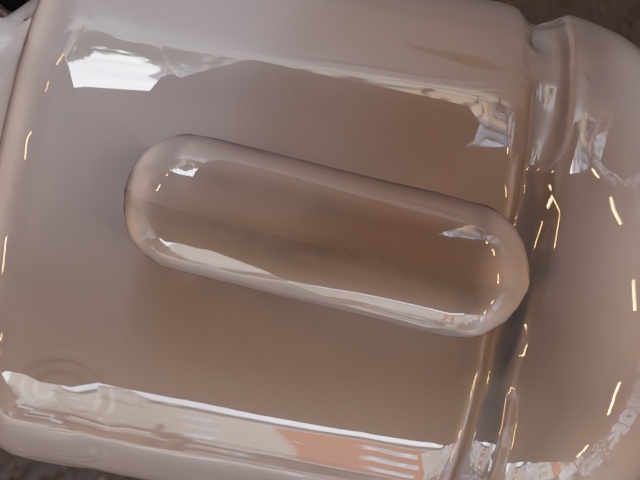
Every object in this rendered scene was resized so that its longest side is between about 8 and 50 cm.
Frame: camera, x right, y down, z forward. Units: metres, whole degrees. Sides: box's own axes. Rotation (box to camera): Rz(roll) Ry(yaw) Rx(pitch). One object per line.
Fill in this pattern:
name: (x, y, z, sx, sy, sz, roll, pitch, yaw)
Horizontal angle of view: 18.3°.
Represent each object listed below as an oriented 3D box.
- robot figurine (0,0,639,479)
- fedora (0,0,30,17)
robot figurine: (0.000, 0.000, 0.748, 0.353, 0.300, 0.200, 10, 93, -1)
fedora: (-0.070, -0.250, 1.127, 0.334, 0.334, 0.152, 29, 141, -7)
